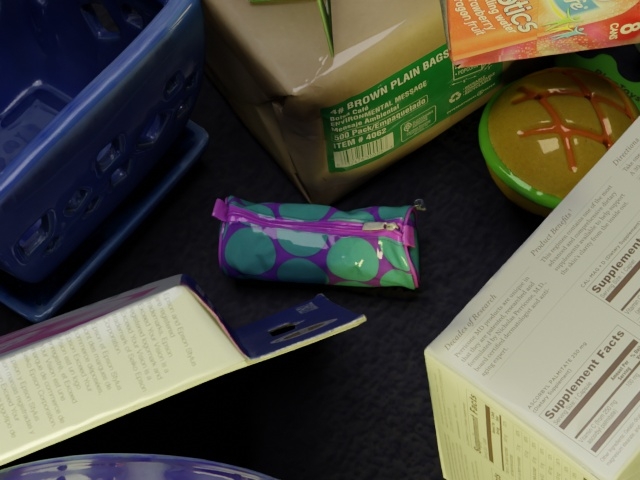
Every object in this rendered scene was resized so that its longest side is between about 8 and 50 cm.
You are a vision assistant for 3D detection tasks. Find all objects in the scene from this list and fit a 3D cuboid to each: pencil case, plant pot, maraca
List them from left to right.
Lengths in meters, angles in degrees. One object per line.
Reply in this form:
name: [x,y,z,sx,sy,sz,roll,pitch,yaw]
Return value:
plant pot: [-0.228,-0.093,1.328,0.236,0.212,0.236,32,68,24]
pencil case: [0.000,0.000,1.322,0.151,0.070,0.064,2,60,11]
maraca: [0.190,-0.082,1.330,0.127,0.099,0.185,37,47,11]

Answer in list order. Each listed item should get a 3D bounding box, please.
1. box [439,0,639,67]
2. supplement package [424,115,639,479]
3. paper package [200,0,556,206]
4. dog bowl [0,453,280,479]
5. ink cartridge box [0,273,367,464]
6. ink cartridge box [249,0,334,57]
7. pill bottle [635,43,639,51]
box: [0.136,-0.287,1.235,0.142,0.154,0.300,-7,59,2]
supplement package: [0.209,0.064,1.173,0.145,0.204,0.262,36,70,24]
paper package: [0.044,-0.240,1.403,0.325,0.168,0.309,-32,60,-11]
dog bowl: [-0.113,0.230,1.088,0.265,0.265,0.104,-4,57,6]
ink cartridge box: [-0.147,0.076,1.164,0.330,0.324,0.071,-23,92,-5]
ink cartridge box: [-0.030,-0.238,1.252,0.062,0.109,0.209,-5,60,5]
pill bottle: [0.305,-0.212,1.388,0.094,0.094,0.169,21,65,20]
